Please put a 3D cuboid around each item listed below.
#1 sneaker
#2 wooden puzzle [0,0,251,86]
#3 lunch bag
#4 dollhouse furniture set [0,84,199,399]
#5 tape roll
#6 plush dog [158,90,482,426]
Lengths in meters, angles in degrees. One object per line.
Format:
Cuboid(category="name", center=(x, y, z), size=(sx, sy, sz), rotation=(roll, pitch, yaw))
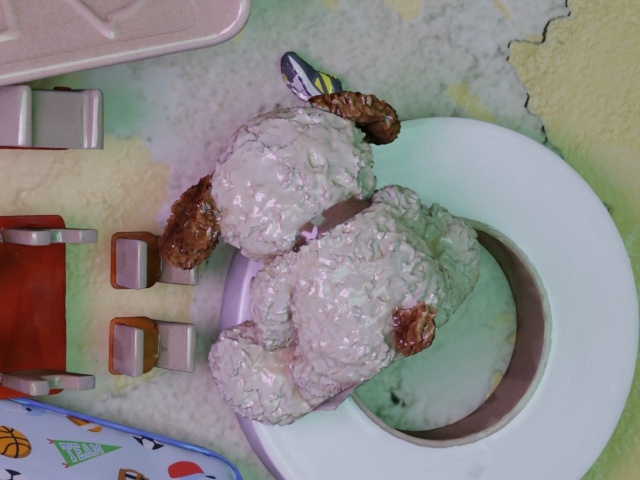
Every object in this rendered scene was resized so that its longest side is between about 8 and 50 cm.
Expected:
Cuboid(category="sneaker", center=(-0.003, -0.139, 1.601), size=(0.035, 0.031, 0.083), rotation=(-47, 108, -24))
Cuboid(category="wooden puzzle", center=(-0.263, -0.263, 1.447), size=(0.348, 0.080, 0.322), rotation=(-14, 71, -12))
Cuboid(category="lunch bag", center=(-0.199, 0.239, 1.457), size=(0.303, 0.243, 0.115), rotation=(20, 121, -18))
Cuboid(category="dollhouse furniture set", center=(-0.245, 0.001, 1.469), size=(0.262, 0.135, 0.259), rotation=(-1, 93, -40))
Cuboid(category="tape roll", center=(0.102, 0.083, 1.615), size=(0.392, 0.072, 0.392), rotation=(-1, 93, -17))
Cuboid(category="plush dog", center=(0.000, 0.000, 1.446), size=(0.262, 0.210, 0.225), rotation=(-35, 91, -12))
